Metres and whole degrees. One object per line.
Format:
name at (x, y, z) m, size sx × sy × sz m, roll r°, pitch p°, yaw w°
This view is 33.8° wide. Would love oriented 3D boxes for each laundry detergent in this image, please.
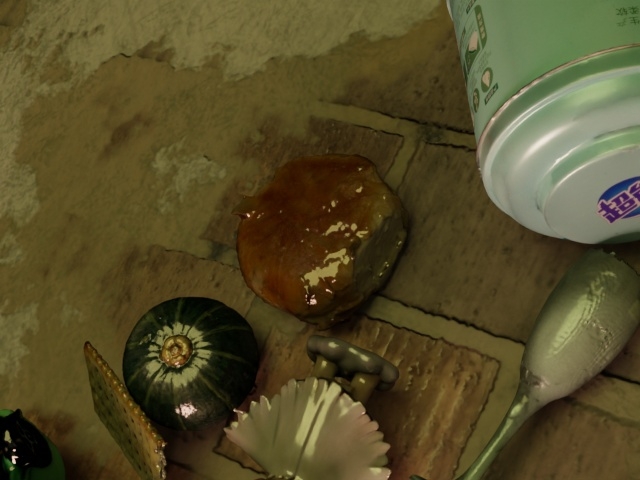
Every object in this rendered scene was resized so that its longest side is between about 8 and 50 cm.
laundry detergent at (0.291, -0.170, 1.099) m, size 0.287 × 0.287 × 0.305 m, roll -18°, pitch 57°, yaw 20°

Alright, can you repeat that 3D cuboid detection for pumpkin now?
pumpkin at (-0.157, 0.147, 1.277) m, size 0.167 × 0.125 × 0.167 m, roll -5°, pitch 76°, yaw 20°

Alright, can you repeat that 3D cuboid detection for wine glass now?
wine glass at (0.277, 0.188, 1.030) m, size 0.264 × 0.096 × 0.309 m, roll 34°, pitch 83°, yaw 40°

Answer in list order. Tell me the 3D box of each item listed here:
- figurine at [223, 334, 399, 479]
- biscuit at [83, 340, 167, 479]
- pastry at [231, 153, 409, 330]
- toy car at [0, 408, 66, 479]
figurine at (-0.041, 0.291, 1.107) m, size 0.207 × 0.166 × 0.387 m, roll 22°, pitch 73°, yaw 14°
biscuit at (-0.235, 0.225, 1.280) m, size 0.016 × 0.144 × 0.203 m, roll -23°, pitch 45°, yaw -27°
pastry at (0.000, 0.000, 1.287) m, size 0.218 × 0.100 × 0.229 m, roll -14°, pitch 53°, yaw 17°
toy car at (-0.360, 0.382, 1.241) m, size 0.213 × 0.176 × 0.359 m, roll -39°, pitch 49°, yaw 4°
